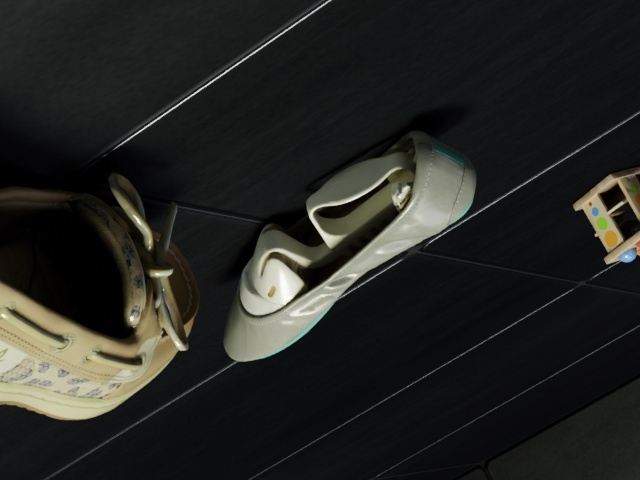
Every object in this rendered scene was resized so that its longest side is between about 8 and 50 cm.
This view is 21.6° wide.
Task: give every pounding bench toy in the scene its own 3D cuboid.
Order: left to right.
[{"bbox_3d":[0.266,-0.022,1.386,0.083,0.065,0.052,-15,160,-40],"label":"pounding bench toy"}]

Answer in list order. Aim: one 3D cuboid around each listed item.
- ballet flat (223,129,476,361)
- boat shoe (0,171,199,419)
[{"bbox_3d":[0.000,0.000,1.042,0.213,0.072,0.068,-36,135,26],"label":"ballet flat"},{"bbox_3d":[-0.122,0.024,0.787,0.089,0.104,0.285,-35,171,20],"label":"boat shoe"}]
